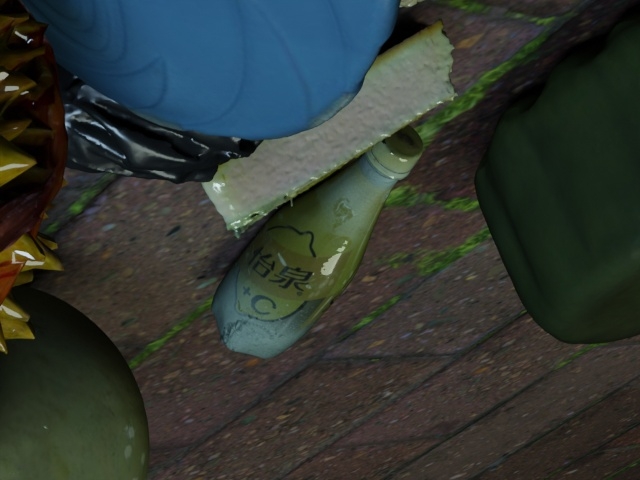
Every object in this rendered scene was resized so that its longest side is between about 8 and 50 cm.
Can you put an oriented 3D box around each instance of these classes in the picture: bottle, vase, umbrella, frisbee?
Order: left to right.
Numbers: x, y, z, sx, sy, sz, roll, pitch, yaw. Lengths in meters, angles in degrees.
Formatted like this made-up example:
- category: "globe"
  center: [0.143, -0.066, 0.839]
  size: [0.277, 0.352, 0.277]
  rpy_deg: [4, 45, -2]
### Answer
- category: "vase"
  center: [-0.303, 0.165, 1.187]
  size: [0.329, 0.241, 0.302]
  rpy_deg: [-22, 172, 20]
- category: "umbrella"
  center: [-0.188, -0.076, 0.958]
  size: [0.340, 0.118, 0.118]
  rpy_deg: [-4, 154, -21]
- category: "frisbee"
  center: [-0.097, -0.146, 0.620]
  size: [0.049, 0.289, 0.289]
  rpy_deg: [-46, 173, -31]
- category: "bottle"
  center: [0.000, 0.000, 1.337]
  size: [0.083, 0.083, 0.270]
  rpy_deg: [-7, 153, -36]

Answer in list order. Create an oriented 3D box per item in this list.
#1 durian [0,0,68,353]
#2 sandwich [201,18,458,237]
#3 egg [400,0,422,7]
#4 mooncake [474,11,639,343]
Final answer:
- category: "durian"
  center: [-0.266, -0.030, 0.614]
  size: [0.347, 0.348, 0.384]
  rpy_deg: [-17, 172, -14]
- category: "sandwich"
  center: [0.021, -0.081, 1.110]
  size: [0.162, 0.058, 0.193]
  rpy_deg: [-32, -178, 21]
- category: "egg"
  center: [0.030, -0.177, 0.855]
  size: [0.116, 0.140, 0.118]
  rpy_deg: [-13, 145, -16]
- category: "mooncake"
  center: [0.292, -0.065, 1.339]
  size: [0.351, 0.187, 0.351]
  rpy_deg: [-19, 163, -6]
